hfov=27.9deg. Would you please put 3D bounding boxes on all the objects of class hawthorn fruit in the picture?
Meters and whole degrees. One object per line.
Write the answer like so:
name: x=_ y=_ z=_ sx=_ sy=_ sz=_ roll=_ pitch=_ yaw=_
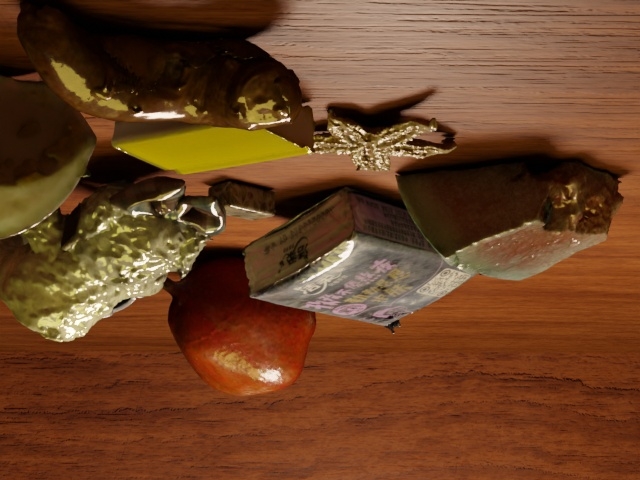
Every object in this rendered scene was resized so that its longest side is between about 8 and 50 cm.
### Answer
hawthorn fruit: x=-0.151 y=0.162 z=2.538 sx=0.295 sy=0.295 sz=0.311 roll=-5 pitch=142 yaw=21

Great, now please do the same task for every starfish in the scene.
starfish: x=0.064 y=-0.125 z=1.744 sx=0.295 sy=0.048 sz=0.231 roll=-8 pitch=165 yaw=35

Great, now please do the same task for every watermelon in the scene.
watermelon: x=0.279 y=-0.024 z=1.947 sx=0.302 sy=0.151 sz=0.264 roll=-9 pitch=164 yaw=35

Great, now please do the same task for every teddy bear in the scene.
teddy bear: x=-0.344 y=-0.030 z=2.013 sx=0.327 sy=0.362 sz=0.375 roll=32 pitch=-165 yaw=-35

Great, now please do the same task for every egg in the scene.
egg: x=-0.417 y=-0.119 z=1.495 sx=0.271 sy=0.206 sz=0.162 roll=18 pitch=-169 yaw=-30

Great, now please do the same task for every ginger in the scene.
ginger: x=-0.174 y=-0.178 z=1.399 sx=0.309 sy=0.107 sz=0.133 roll=7 pitch=180 yaw=-11

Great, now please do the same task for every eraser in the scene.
eraser: x=-0.134 y=-0.142 z=1.623 sx=0.226 sy=0.069 sz=0.158 roll=-7 pitch=167 yaw=29

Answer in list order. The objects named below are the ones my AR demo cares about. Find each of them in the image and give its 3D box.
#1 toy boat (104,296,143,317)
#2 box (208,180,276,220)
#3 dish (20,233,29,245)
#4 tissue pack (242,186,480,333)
toy boat: x=-0.482 y=0.091 z=2.486 sx=0.309 sy=0.129 sz=0.142 roll=8 pitch=179 yaw=-36
box: x=-0.124 y=-0.062 z=2.023 sx=0.098 sy=0.045 sz=0.062 roll=10 pitch=165 yaw=-40
dish: x=-0.486 y=0.022 z=2.294 sx=0.236 sy=0.086 sz=0.228 roll=-3 pitch=167 yaw=11
tissue pack: x=0.078 y=0.038 z=2.186 sx=0.259 sy=0.122 sz=0.361 roll=-33 pitch=148 yaw=34
